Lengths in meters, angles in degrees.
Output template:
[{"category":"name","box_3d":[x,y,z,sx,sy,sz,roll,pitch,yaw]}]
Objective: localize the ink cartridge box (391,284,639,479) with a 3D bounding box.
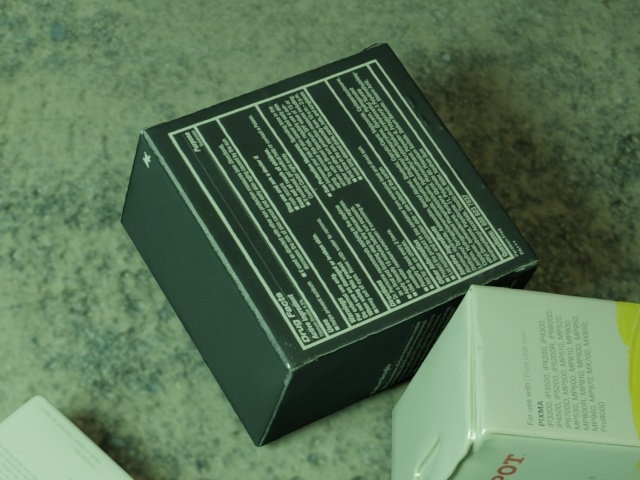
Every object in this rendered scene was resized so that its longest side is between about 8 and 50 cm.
[{"category":"ink cartridge box","box_3d":[0.283,0.190,1.696,0.384,0.279,0.160,6,58,-12]}]

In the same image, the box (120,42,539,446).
[{"category":"box","box_3d":[0.000,0.000,1.790,0.294,0.183,0.296,-21,66,-27]}]

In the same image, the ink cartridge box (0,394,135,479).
[{"category":"ink cartridge box","box_3d":[-0.270,0.355,1.536,0.308,0.091,0.385,42,52,10]}]
